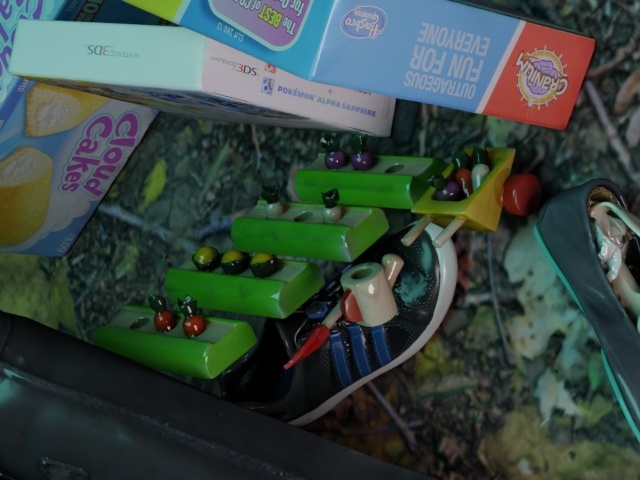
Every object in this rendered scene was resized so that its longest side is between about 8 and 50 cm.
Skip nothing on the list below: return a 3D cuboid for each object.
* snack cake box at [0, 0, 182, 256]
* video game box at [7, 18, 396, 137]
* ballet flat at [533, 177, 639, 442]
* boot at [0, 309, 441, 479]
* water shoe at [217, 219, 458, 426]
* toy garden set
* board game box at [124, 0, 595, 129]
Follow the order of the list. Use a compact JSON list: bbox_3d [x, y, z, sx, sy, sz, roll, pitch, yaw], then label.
[{"bbox_3d":[-0.213,-0.113,1.410,0.264,0.152,0.089,-54,53,25],"label":"snack cake box"},{"bbox_3d":[-0.083,-0.114,1.263,0.205,0.187,0.048,9,91,43],"label":"video game box"},{"bbox_3d":[0.192,0.046,1.066,0.074,0.074,0.203,-44,55,31],"label":"ballet flat"},{"bbox_3d":[-0.140,0.165,1.180,0.367,0.445,0.146,129,161,-69],"label":"boot"},{"bbox_3d":[0.011,0.062,1.225,0.203,0.080,0.073,-48,56,29],"label":"water shoe"},{"bbox_3d":[0.000,0.000,1.143,0.204,0.244,0.049,5,125,44],"label":"toy garden set"},{"bbox_3d":[-0.019,-0.161,1.171,0.316,0.242,0.064,27,105,42],"label":"board game box"}]
